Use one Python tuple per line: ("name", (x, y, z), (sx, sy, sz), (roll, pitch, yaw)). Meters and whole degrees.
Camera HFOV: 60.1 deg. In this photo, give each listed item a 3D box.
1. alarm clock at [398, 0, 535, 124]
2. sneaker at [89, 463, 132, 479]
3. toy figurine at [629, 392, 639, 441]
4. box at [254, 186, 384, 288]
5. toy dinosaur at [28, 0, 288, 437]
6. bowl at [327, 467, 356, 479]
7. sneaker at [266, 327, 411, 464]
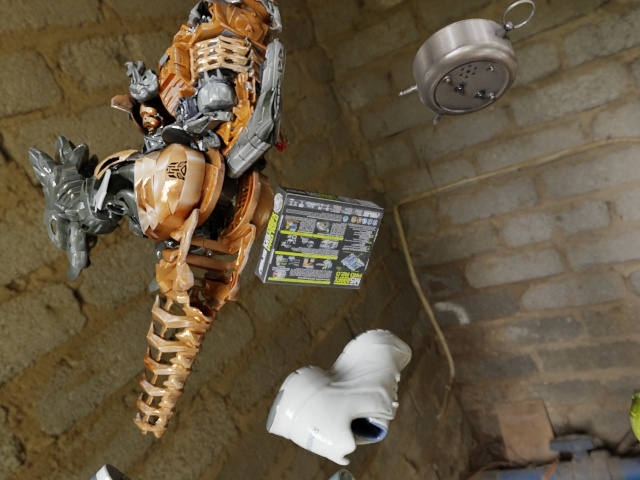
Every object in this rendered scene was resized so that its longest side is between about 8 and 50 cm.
("alarm clock", (0.199, -0.230, 0.712), (0.129, 0.064, 0.192), (8, -34, -27))
("sneaker", (-0.419, 0.555, 1.087), (0.163, 0.226, 0.086), (-40, 36, -14))
("toy figurine", (0.572, 0.429, 0.819), (0.217, 0.362, 0.191), (-49, -26, 3))
("box", (0.000, 0.000, 1.302), (0.269, 0.216, 0.060), (6, 19, -30))
("toy dinosaur", (-0.108, -0.040, 0.408), (0.218, 0.164, 0.322), (-11, 48, 46))
("bowl", (0.032, 0.615, 1.044), (0.163, 0.312, 0.311), (-25, 12, 4))
("sneaker", (0.056, 0.219, 0.772), (0.129, 0.111, 0.297), (30, 28, 27))
